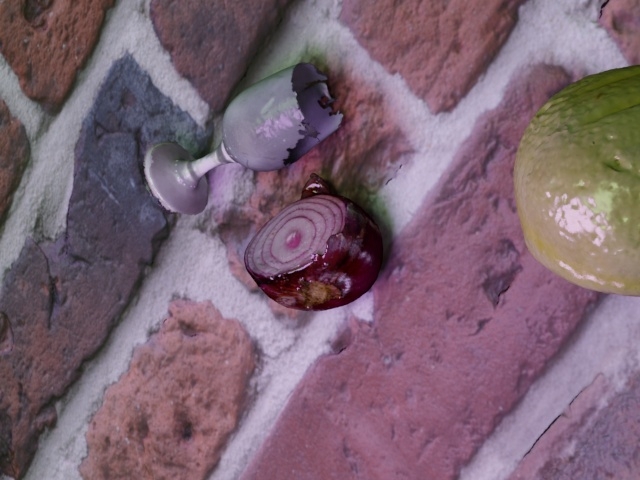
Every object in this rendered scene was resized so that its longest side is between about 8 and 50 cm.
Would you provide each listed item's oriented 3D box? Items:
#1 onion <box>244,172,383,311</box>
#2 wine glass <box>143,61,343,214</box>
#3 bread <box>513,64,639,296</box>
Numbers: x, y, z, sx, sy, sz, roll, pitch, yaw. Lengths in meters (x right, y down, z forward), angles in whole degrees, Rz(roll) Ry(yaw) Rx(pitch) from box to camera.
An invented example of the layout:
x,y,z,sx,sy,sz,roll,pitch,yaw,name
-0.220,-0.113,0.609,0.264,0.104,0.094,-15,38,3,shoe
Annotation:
x,y,z,sx,sy,sz,roll,pitch,yaw,name
0.000,0.000,1.832,0.195,0.140,0.218,-30,37,28,onion
-0.120,-0.152,1.911,0.321,0.143,0.143,-26,75,36,wine glass
0.377,-0.070,1.416,0.320,0.320,0.237,-1,110,38,bread
